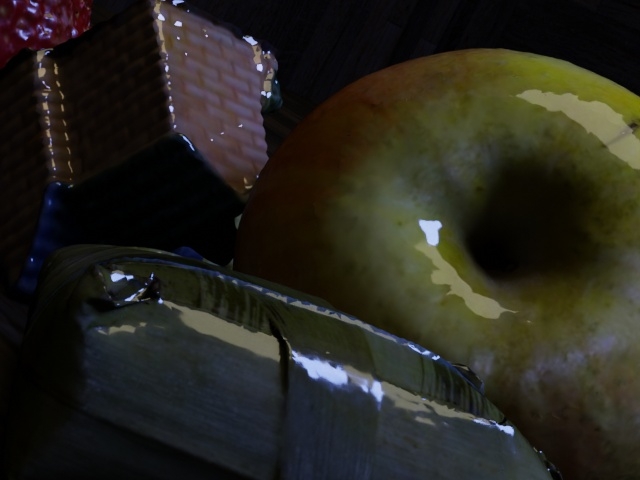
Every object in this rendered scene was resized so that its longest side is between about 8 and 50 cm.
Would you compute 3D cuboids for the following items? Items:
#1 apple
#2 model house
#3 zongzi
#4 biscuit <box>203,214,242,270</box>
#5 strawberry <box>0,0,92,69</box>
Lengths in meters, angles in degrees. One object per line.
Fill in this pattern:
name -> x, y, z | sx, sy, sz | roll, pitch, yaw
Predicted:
apple -> 0.096, 0.028, 0.875 | 0.286, 0.286, 0.233 | 29, -14, 13
model house -> -0.114, -0.030, 0.971 | 0.166, 0.183, 0.172 | 22, 48, -44
zongzi -> -0.024, 0.079, 0.736 | 0.251, 0.125, 0.274 | 24, 3, -12
biscuit -> 0.000, -0.001, 1.090 | 0.144, 0.203, 0.016 | 30, -21, 28
strawberry -> -0.333, -0.236, 1.477 | 0.261, 0.257, 0.261 | 1, 1, 0
